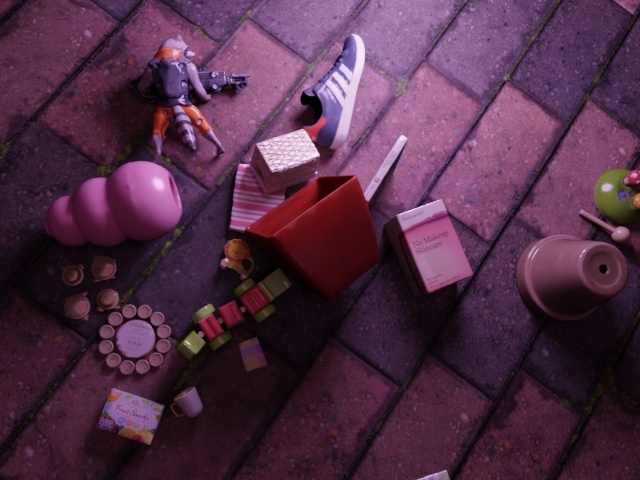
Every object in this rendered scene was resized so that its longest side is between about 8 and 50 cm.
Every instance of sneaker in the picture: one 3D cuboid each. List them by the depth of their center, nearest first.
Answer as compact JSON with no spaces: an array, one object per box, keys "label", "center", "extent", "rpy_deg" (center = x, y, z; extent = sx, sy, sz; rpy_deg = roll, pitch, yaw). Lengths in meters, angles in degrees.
[{"label":"sneaker","center":[0.027,-0.445,1.592],"extent":[0.148,0.131,0.350],"rpy_deg":[14,78,-11]}]

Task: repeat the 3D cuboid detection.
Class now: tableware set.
[{"label":"tableware set","center":[-0.599,0.123,1.443],"extent":[0.141,0.020,0.168],"rpy_deg":[-8,81,-11]}]

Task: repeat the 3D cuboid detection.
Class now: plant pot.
[{"label":"plant pot","center":[0.000,0.000,1.446],"extent":[0.267,0.267,0.235],"rpy_deg":[-37,106,-14]},{"label":"plant pot","center":[0.730,0.097,1.559],"extent":[0.263,0.229,0.263],"rpy_deg":[2,80,-10]}]

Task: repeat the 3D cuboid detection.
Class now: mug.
[{"label":"mug","center":[-0.338,0.419,1.419],"extent":[0.062,0.078,0.064],"rpy_deg":[-36,97,-46]}]

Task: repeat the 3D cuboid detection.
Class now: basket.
[{"label":"basket","center":[-0.097,-0.220,1.523],"extent":[0.167,0.103,0.113],"rpy_deg":[-23,72,-22]}]

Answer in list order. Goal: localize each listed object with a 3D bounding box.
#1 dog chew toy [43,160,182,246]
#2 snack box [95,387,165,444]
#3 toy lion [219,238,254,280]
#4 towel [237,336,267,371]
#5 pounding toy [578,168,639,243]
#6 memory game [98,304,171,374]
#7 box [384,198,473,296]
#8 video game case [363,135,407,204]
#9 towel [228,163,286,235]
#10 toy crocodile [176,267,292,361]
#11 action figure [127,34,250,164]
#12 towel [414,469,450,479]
[{"label":"dog chew toy","center":[-0.531,-0.076,1.407],"extent":[0.332,0.206,0.206],"rpy_deg":[-17,83,-3]},{"label":"snack box","center":[-0.477,0.443,1.394],"extent":[0.141,0.037,0.100],"rpy_deg":[20,76,-5]},{"label":"toy lion","center":[-0.223,0.048,1.515],"extent":[0.100,0.034,0.096],"rpy_deg":[32,69,-3]},{"label":"towel","center":[-0.184,0.307,1.482],"extent":[0.060,0.009,0.083],"rpy_deg":[-19,82,-11]},{"label":"pounding toy","center":[0.942,-0.127,1.695],"extent":[0.183,0.110,0.237],"rpy_deg":[40,76,0]},{"label":"memory game","center":[-0.483,0.257,1.441],"extent":[0.186,0.012,0.186],"rpy_deg":[2,80,-9]},{"label":"box","center":[0.301,0.023,1.553],"extent":[0.149,0.127,0.232],"rpy_deg":[-21,84,-12]},{"label":"video game case","center":[0.160,-0.157,1.512],"extent":[0.026,0.227,0.206],"rpy_deg":[31,76,6]},{"label":"towel","center":[-0.174,-0.112,1.553],"extent":[0.144,0.029,0.197],"rpy_deg":[8,79,-10]},{"label":"toy crocodile","center":[-0.224,0.190,1.448],"extent":[0.341,0.105,0.115],"rpy_deg":[-33,86,-14]},{"label":"action figure","center":[-0.347,-0.395,1.505],"extent":[0.341,0.178,0.330],"rpy_deg":[-14,92,-9]},{"label":"towel","center":[0.288,0.694,1.481],"extent":[0.152,0.023,0.113],"rpy_deg":[-15,83,-12]}]
